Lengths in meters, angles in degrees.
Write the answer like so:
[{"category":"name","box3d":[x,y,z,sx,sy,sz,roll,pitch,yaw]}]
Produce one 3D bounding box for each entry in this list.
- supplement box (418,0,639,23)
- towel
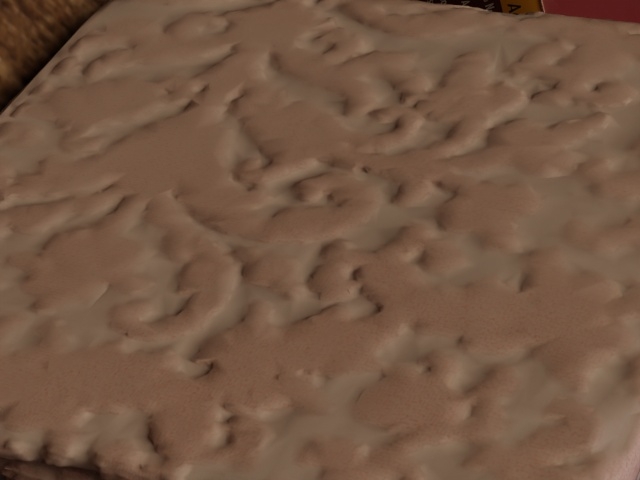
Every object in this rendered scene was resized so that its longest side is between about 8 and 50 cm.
[{"category":"supplement box","box3d":[0.076,-0.041,0.927,0.129,0.194,0.191,-5,81,-52]},{"category":"towel","box3d":[0.000,0.000,0.728,0.317,0.332,0.053,-56,147,-42]}]
